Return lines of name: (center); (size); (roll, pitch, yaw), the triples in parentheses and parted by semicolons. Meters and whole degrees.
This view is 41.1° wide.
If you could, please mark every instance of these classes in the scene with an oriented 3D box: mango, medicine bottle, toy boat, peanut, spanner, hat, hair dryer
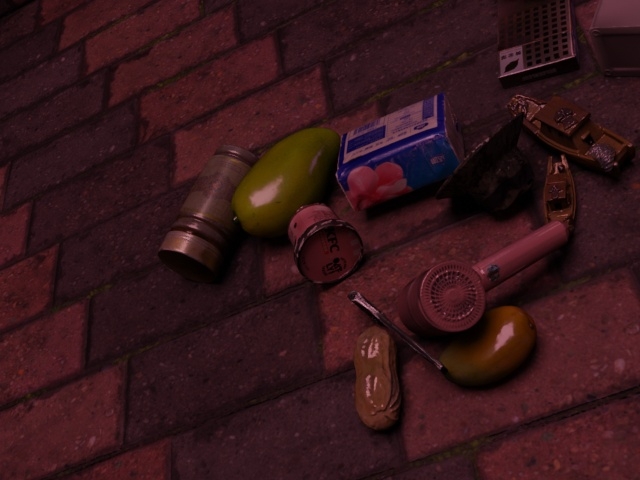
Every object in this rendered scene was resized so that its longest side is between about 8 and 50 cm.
mango: (-0.067, -0.145, 2.020); (0.192, 0.156, 0.343); (26, 65, 27)
mango: (0.303, 0.196, 1.557); (0.194, 0.092, 0.130); (-27, 47, 19)
medicine bottle: (-0.258, -0.069, 2.079); (0.151, 0.151, 0.322); (5, 58, 35)
toy boat: (0.505, -0.231, 1.760); (0.089, 0.121, 0.321); (-46, 45, -1)
peanut: (0.106, 0.258, 1.626); (0.090, 0.098, 0.214); (-17, 46, 17)
toy boat: (0.472, -0.085, 1.694); (0.064, 0.072, 0.206); (-9, 52, 24)
spanner: (0.147, 0.173, 1.649); (0.026, 0.093, 0.325); (-50, 35, -3)
hat: (0.362, -0.132, 1.750); (0.265, 0.265, 0.128); (-40, 84, -3)
hair dryer: (0.319, 0.063, 1.599); (0.352, 0.210, 0.125); (-28, 84, -10)

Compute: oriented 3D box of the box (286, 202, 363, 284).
box: (0.000, 0.000, 1.870); (0.151, 0.151, 0.135); (-36, 37, 1)

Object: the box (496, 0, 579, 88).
box: (0.514, -0.509, 2.032); (0.180, 0.047, 0.325); (-11, 49, 25)

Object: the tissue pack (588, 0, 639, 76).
tissue pack: (0.708, -0.441, 1.776); (0.246, 0.159, 0.136); (9, 62, 36)

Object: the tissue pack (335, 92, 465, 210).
tissue pack: (0.182, -0.195, 1.914); (0.269, 0.137, 0.209); (-22, 34, 20)
